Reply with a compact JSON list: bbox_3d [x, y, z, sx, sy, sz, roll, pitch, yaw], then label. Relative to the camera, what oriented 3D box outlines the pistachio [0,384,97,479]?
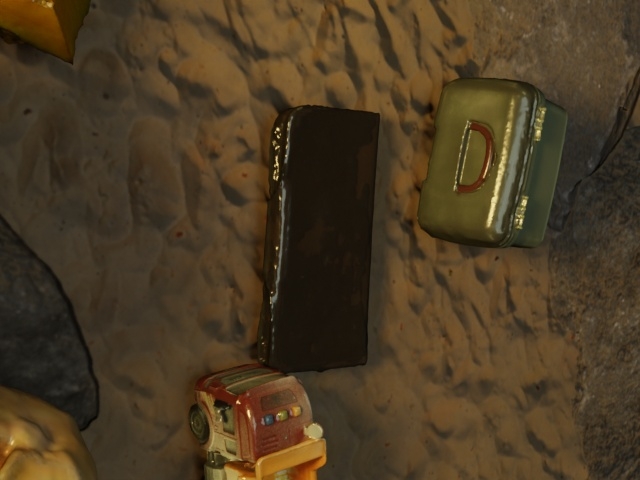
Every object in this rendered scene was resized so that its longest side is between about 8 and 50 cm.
[{"bbox_3d":[-0.330,0.252,0.974,0.309,0.230,0.230,-45,121,-22],"label":"pistachio"}]

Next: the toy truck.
[{"bbox_3d":[-0.064,0.277,1.239,0.114,0.135,0.271,-12,103,-38],"label":"toy truck"}]

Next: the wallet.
[{"bbox_3d":[0.000,0.000,1.322,0.165,0.042,0.310,-1,97,-42],"label":"wallet"}]

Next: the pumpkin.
[{"bbox_3d":[-0.293,-0.257,0.996,0.248,0.126,0.131,73,7,-58],"label":"pumpkin"}]

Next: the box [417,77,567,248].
[{"bbox_3d":[0.217,-0.093,1.429,0.129,0.148,0.210,12,89,-48],"label":"box"}]
